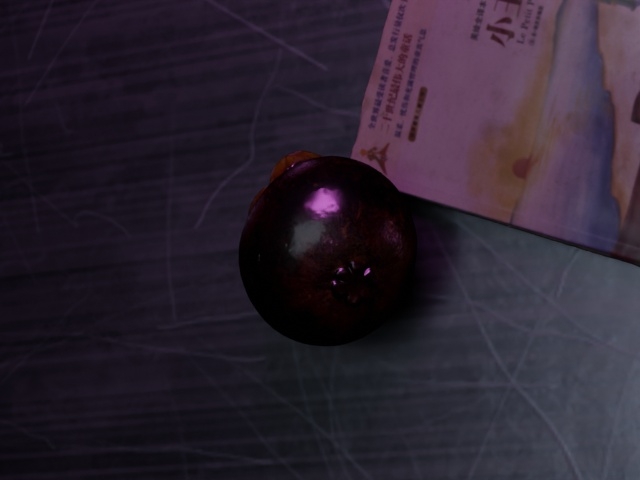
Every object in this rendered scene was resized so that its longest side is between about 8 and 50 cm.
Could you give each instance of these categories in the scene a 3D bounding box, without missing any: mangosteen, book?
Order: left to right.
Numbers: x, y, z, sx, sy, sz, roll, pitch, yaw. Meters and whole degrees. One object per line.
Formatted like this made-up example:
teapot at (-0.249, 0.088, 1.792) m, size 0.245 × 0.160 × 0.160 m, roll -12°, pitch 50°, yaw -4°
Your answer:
mangosteen at (0.000, 0.000, 1.155) m, size 0.140 × 0.140 × 0.140 m, roll -2°, pitch 86°, yaw 25°
book at (0.170, -0.097, 1.123) m, size 0.289 × 0.026 × 0.201 m, roll 17°, pitch 95°, yaw 24°
